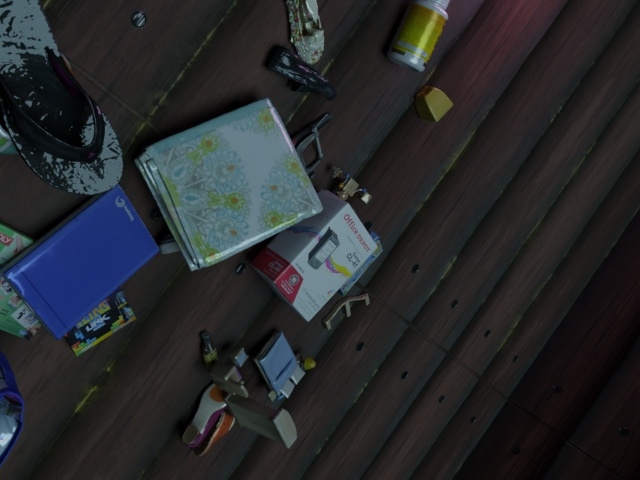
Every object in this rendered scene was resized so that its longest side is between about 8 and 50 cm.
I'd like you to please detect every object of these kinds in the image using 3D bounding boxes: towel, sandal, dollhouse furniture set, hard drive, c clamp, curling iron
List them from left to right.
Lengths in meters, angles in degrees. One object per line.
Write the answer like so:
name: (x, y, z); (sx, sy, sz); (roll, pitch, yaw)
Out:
sandal: (-0.470, -0.242, 1.215); (0.168, 0.107, 0.445); (-38, 132, -19)
hard drive: (-0.538, 0.045, 1.632); (0.318, 0.040, 0.210); (-46, 130, -28)
towel: (-0.217, -0.140, 1.724); (0.375, 0.090, 0.320); (-27, 97, -21)
dollhouse furniture set: (-0.118, 0.393, 2.095); (0.303, 0.198, 0.286); (-50, 137, -33)
curling iron: (-0.068, -0.259, 1.934); (0.274, 0.035, 0.068); (-46, 153, -17)
c clamp: (-0.019, -0.252, 1.958); (0.137, 0.022, 0.160); (-43, 153, -22)

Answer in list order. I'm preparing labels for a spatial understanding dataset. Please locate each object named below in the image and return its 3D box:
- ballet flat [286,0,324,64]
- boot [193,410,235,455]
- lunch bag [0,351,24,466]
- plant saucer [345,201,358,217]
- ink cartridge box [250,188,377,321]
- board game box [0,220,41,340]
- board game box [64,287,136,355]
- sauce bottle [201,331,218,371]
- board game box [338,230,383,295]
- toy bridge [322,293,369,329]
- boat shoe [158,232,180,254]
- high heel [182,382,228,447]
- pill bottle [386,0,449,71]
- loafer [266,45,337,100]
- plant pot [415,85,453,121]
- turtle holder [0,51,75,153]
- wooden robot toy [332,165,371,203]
ballet flat: (-0.033, -0.542, 1.774); (0.091, 0.077, 0.241); (-37, 133, -21)
boot: (-0.321, 0.591, 2.173); (0.158, 0.059, 0.085); (-57, 141, -2)
lunch bag: (-0.794, 0.375, 1.453); (0.385, 0.328, 0.239); (-49, 134, -6)
plant saucer: (0.000, 0.000, 2.131); (0.278, 0.041, 0.277); (-21, 126, -32)
ink cartridge box: (-0.014, 0.042, 2.022); (0.306, 0.131, 0.226); (-46, 134, -9)
board game box: (-0.709, 0.073, 1.554); (0.213, 0.046, 0.317); (-55, 136, -3)
board game box: (-0.557, 0.180, 1.744); (0.170, 0.048, 0.141); (-34, 132, -22)
sauce bottle: (-0.317, 0.317, 2.031); (0.042, 0.042, 0.128); (-27, 130, -27)
board game box: (0.116, 0.075, 2.238); (0.201, 0.035, 0.136); (-49, 161, -8)
toy bridge: (0.084, 0.220, 2.336); (0.188, 0.026, 0.063); (-30, 129, -25)
boat shoe: (-0.268, -0.087, 1.816); (0.341, 0.127, 0.158); (-21, 96, -17)
high heel: (-0.326, 0.509, 2.129); (0.244, 0.082, 0.117); (-60, 173, -18)
pill bottle: (0.278, -0.589, 1.986); (0.117, 0.117, 0.214); (16, 102, -45)
loafer: (-0.048, -0.416, 1.836); (0.223, 0.076, 0.078); (28, 99, -41)
plant pot: (0.335, -0.421, 2.160); (0.081, 0.081, 0.083); (-46, 125, -11)
turtle holder: (-0.606, -0.277, 1.318); (0.320, 0.227, 0.243); (12, 105, -44)
wooden robot toy: (0.070, -0.146, 2.082); (0.173, 0.076, 0.079); (36, 86, -45)
